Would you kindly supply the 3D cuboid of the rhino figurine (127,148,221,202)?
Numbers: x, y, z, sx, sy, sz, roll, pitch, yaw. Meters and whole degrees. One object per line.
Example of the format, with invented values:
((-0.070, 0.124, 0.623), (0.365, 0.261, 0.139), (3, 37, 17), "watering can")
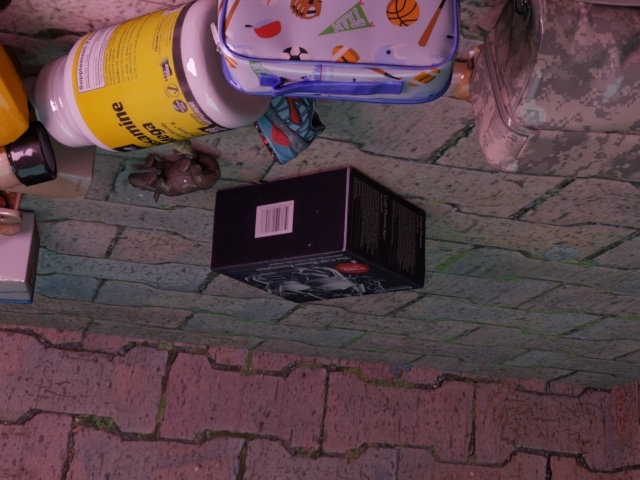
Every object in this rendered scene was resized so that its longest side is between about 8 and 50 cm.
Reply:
((-0.292, -0.123, 2.171), (0.243, 0.073, 0.106), (-12, 154, 43), "rhino figurine")

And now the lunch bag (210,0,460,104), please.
((0.017, -0.277, 1.339), (0.303, 0.243, 0.115), (2, 162, 0), "lunch bag")

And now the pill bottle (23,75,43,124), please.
((-0.493, -0.226, 1.855), (0.152, 0.086, 0.086), (-9, 159, 35), "pill bottle")

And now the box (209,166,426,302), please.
((0.000, 0.000, 2.332), (0.343, 0.179, 0.312), (-9, 160, 34), "box")

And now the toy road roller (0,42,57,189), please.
((-0.539, -0.221, 1.654), (0.203, 0.240, 0.329), (-15, 145, 0), "toy road roller")

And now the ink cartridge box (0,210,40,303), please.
((-0.754, 0.037, 2.596), (0.168, 0.171, 0.232), (6, 163, -9), "ink cartridge box")

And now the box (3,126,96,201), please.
((-0.565, -0.167, 1.997), (0.311, 0.121, 0.148), (8, 161, -15), "box")

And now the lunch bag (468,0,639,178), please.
((0.375, -0.233, 1.475), (0.305, 0.212, 0.256), (3, 146, -10), "lunch bag")

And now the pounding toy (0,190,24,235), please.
((-0.709, -0.058, 2.312), (0.154, 0.154, 0.269), (-3, 162, 34), "pounding toy")

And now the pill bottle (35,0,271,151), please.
((-0.250, -0.231, 1.624), (0.334, 0.188, 0.188), (-8, 159, 33), "pill bottle")

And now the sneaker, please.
((-0.065, -0.237, 1.774), (0.125, 0.104, 0.262), (-30, 148, -1), "sneaker")

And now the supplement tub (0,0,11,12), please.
((-0.513, -0.338, 1.472), (0.198, 0.106, 0.106), (-4, 161, 23), "supplement tub")

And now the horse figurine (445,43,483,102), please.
((0.180, -0.256, 1.678), (0.263, 0.066, 0.174), (2, 157, -4), "horse figurine")

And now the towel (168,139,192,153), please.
((-0.286, -0.203, 1.869), (0.148, 0.027, 0.110), (39, -177, 22), "towel")
